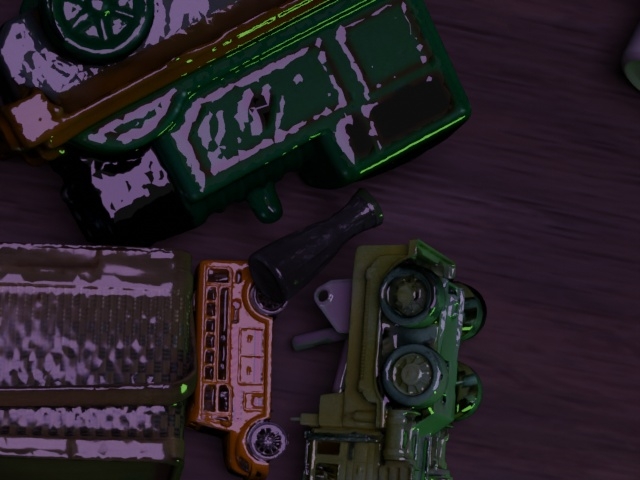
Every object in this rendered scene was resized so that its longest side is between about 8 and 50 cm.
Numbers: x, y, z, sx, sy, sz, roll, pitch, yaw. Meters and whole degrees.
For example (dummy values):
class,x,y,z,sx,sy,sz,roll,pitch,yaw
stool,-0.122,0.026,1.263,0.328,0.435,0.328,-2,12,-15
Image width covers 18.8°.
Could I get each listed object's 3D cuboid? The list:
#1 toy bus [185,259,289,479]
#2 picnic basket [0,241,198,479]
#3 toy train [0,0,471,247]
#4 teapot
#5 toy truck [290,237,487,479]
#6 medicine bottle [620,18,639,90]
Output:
class,x,y,z,sx,sy,sz,roll,pitch,yaw
toy bus,-0.064,0.097,1.441,0.074,0.069,0.162,3,79,-9
picnic basket,-0.172,0.102,1.325,0.165,0.266,0.139,2,73,-6
toy train,-0.067,-0.128,1.434,0.429,0.178,0.249,-29,98,-14
teapot,0.000,0.000,1.421,0.111,0.043,0.043,-36,88,-26
toy truck,0.043,0.138,1.442,0.135,0.128,0.259,-4,78,20
medicine bottle,0.336,-0.230,1.556,0.095,0.095,0.260,32,77,-4
